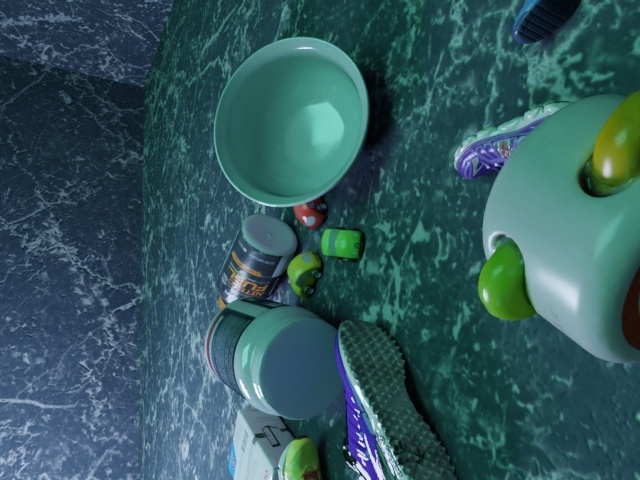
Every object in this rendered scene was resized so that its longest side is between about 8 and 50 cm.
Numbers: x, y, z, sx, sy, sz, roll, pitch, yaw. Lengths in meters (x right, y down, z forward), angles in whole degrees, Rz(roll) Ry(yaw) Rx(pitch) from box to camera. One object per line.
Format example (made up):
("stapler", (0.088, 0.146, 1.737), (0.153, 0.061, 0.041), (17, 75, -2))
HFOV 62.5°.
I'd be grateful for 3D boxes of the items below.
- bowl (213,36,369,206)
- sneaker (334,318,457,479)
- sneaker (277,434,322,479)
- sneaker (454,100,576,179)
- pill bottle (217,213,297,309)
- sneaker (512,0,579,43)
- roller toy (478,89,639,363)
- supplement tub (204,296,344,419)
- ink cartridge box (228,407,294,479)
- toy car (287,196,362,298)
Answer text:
("bowl", (-0.034, -0.199, 0.958), (0.298, 0.134, 0.297), (-2, 85, 22))
("sneaker", (0.071, 0.259, 0.773), (0.146, 0.102, 0.293), (-61, 36, 36))
("sneaker", (-0.017, 0.453, 0.930), (0.094, 0.082, 0.208), (-11, 81, 53))
("sneaker", (0.223, -0.100, 0.608), (0.170, 0.068, 0.071), (-21, 72, 57))
("pill bottle", (-0.153, 0.069, 1.183), (0.245, 0.131, 0.130), (-61, 36, 36))
("sneaker", (0.262, -0.292, 0.591), (0.144, 0.053, 0.059), (-59, 37, 23))
("roller toy", (0.246, -0.010, 0.417), (0.146, 0.191, 0.209), (50, 130, 53))
("supplement tub", (-0.089, 0.209, 0.976), (0.272, 0.191, 0.191), (1, 85, 61))
("ink cartridge box", (-0.110, 0.459, 1.073), (0.203, 0.086, 0.148), (33, 114, 57))
("toy car", (0.000, 0.000, 0.999), (0.225, 0.053, 0.238), (4, 88, 61))
